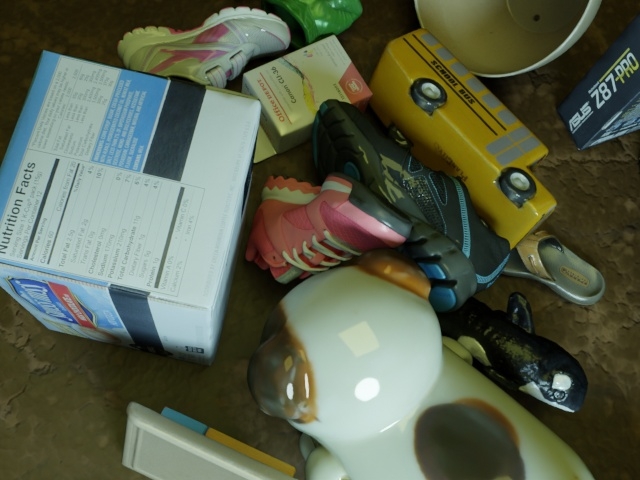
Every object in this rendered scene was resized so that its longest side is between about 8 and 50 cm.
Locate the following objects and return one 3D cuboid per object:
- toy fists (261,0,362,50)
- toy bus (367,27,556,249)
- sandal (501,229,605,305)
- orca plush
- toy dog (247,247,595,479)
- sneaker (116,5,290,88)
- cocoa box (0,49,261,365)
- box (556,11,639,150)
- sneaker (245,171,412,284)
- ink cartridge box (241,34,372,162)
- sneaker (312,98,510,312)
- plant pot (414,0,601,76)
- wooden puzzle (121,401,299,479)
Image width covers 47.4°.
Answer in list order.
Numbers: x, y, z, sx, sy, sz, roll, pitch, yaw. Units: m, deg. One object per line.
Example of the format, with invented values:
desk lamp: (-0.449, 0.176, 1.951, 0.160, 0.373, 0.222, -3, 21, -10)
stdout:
toy fists: (-0.057, -0.422, 1.132, 0.279, 0.096, 0.142, 42, 66, 12)
toy bus: (0.206, -0.148, 1.053, 0.130, 0.108, 0.333, -30, 71, -33)
sandal: (0.322, 0.026, 1.065, 0.219, 0.060, 0.090, 29, 70, 2)
orca plush: (0.240, 0.104, 0.978, 0.287, 0.151, 0.102, 39, 111, 32)
toy dog: (0.093, 0.216, 0.801, 0.284, 0.395, 0.408, -40, 90, -10)
sneaker: (-0.161, -0.258, 1.069, 0.252, 0.103, 0.111, -15, 76, -5)
cocoa box: (-0.209, -0.013, 0.840, 0.227, 0.347, 0.232, 12, 71, -4)
box: (0.594, -0.291, 1.080, 0.394, 0.318, 0.097, -19, 76, -14)
sneaker: (0.000, 0.000, 0.917, 0.115, 0.313, 0.136, 32, 78, -27)
ink cartridge box: (-0.039, -0.209, 1.082, 0.198, 0.067, 0.115, -28, 79, -17)
sneaker: (0.114, -0.061, 0.998, 0.139, 0.125, 0.341, -26, 72, -30)
plant pot: (0.314, -0.395, 1.119, 0.190, 0.284, 0.284, -15, 71, -50)
wooden puzzle: (-0.117, 0.260, 0.824, 0.220, 0.239, 0.044, 26, 58, 0)
